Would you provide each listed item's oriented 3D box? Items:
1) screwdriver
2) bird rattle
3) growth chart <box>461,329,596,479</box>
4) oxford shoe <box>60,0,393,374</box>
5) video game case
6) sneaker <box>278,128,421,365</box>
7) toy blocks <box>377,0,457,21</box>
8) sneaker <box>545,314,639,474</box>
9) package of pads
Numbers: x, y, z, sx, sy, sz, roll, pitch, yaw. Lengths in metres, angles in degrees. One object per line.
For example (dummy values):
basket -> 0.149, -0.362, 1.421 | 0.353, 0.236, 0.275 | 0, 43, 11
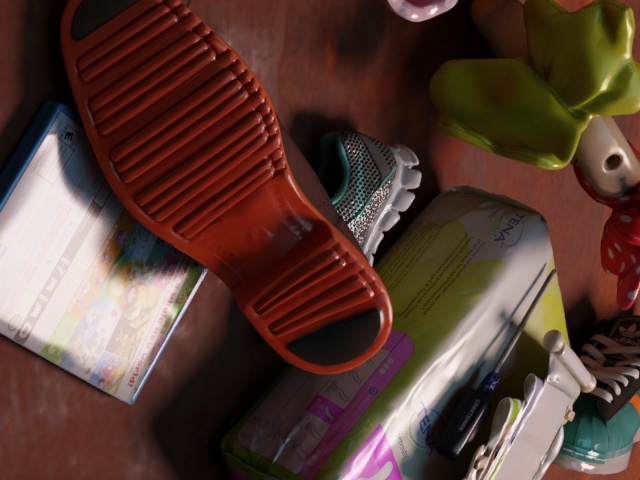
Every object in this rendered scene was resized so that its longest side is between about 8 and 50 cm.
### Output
screwdriver -> 0.131, 0.084, 0.911 | 0.170, 0.025, 0.024 | -51, 141, -22
bird rattle -> 0.191, -0.088, 0.930 | 0.143, 0.207, 0.253 | -41, 130, 16
growth chart -> 0.130, 0.174, 0.944 | 0.237, 0.021, 0.172 | -57, 151, -11
oxford shoe -> -0.057, -0.041, 0.740 | 0.097, 0.098, 0.271 | -30, 119, 5
video game case -> -0.128, 0.012, 0.730 | 0.119, 0.015, 0.166 | -62, 142, -11
sneaker -> 0.000, 0.000, 0.861 | 0.076, 0.065, 0.166 | 28, 80, -37
toy blocks -> 0.140, -0.292, 0.676 | 0.309, 0.260, 0.288 | -33, 131, -24
sneaker -> 0.270, 0.130, 1.219 | 0.302, 0.108, 0.121 | -11, 115, -58
package of pads -> 0.071, 0.129, 0.965 | 0.296, 0.101, 0.229 | -47, 139, -28
